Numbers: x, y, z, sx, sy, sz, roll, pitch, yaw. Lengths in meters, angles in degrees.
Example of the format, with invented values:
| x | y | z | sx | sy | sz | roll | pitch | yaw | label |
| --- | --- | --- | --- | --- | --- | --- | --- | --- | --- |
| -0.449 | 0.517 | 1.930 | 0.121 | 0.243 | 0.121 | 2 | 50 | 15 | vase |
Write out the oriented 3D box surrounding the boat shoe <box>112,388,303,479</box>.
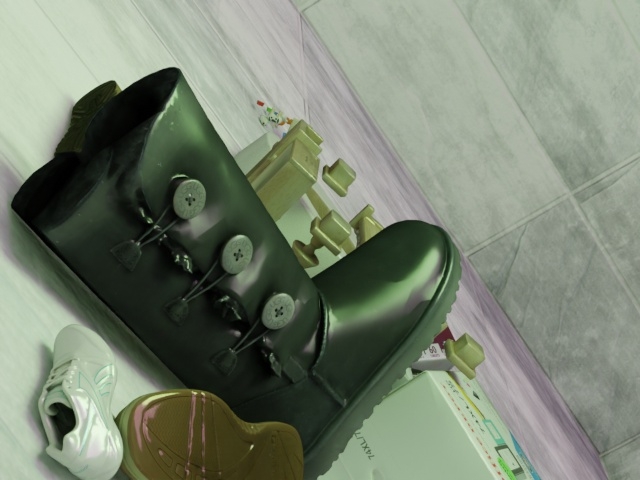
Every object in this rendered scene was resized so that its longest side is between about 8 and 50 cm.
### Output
| x | y | z | sx | sy | sz | roll | pitch | yaw | label |
| --- | --- | --- | --- | --- | --- | --- | --- | --- | --- |
| -0.114 | 0.202 | 1.091 | 0.285 | 0.089 | 0.105 | 34 | 53 | -57 | boat shoe |

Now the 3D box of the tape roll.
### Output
| x | y | z | sx | sy | sz | roll | pitch | yaw | label |
| --- | --- | --- | --- | --- | --- | --- | --- | --- | --- |
| 0.000 | 0.000 | 1.916 | 0.392 | 0.072 | 0.392 | 55 | 7 | -10 | tape roll |

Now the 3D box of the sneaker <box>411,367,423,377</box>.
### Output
| x | y | z | sx | sy | sz | roll | pitch | yaw | label |
| --- | --- | --- | --- | --- | --- | --- | --- | --- | --- |
| 0.174 | 0.304 | 1.927 | 0.107 | 0.118 | 0.279 | 6 | 27 | -40 | sneaker |

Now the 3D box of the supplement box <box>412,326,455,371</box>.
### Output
| x | y | z | sx | sy | sz | roll | pitch | yaw | label |
| --- | --- | --- | --- | --- | --- | --- | --- | --- | --- |
| 0.146 | 0.133 | 2.135 | 0.130 | 0.073 | 0.239 | -2 | 54 | -36 | supplement box |

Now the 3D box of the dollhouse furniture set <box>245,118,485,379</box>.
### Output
| x | y | z | sx | sy | sz | roll | pitch | yaw | label |
| --- | --- | --- | --- | --- | --- | --- | --- | --- | --- |
| 0.034 | 0.045 | 1.626 | 0.355 | 0.174 | 0.303 | 43 | 17 | -13 | dollhouse furniture set |

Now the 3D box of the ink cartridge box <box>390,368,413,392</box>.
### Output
| x | y | z | sx | sy | sz | roll | pitch | yaw | label |
| --- | --- | --- | --- | --- | --- | --- | --- | --- | --- |
| 0.038 | 0.145 | 1.676 | 0.127 | 0.128 | 0.176 | 52 | 14 | -29 | ink cartridge box |

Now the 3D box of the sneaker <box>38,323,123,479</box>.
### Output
| x | y | z | sx | sy | sz | roll | pitch | yaw | label |
| --- | --- | --- | --- | --- | --- | --- | --- | --- | --- |
| -0.200 | 0.124 | 0.967 | 0.061 | 0.053 | 0.152 | 42 | 21 | -46 | sneaker |

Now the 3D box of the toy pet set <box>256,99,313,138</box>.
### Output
| x | y | z | sx | sy | sz | roll | pitch | yaw | label |
| --- | --- | --- | --- | --- | --- | --- | --- | --- | --- |
| -0.074 | -0.212 | 2.295 | 0.114 | 0.065 | 0.122 | 26 | 2 | 14 | toy pet set |

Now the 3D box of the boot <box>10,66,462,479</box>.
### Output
| x | y | z | sx | sy | sz | roll | pitch | yaw | label |
| --- | --- | --- | --- | --- | --- | --- | --- | --- | --- |
| -0.059 | -0.007 | 1.245 | 0.445 | 0.146 | 0.367 | 50 | 60 | -30 | boot |

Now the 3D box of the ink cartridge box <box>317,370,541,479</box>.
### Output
| x | y | z | sx | sy | sz | roll | pitch | yaw | label |
| --- | --- | --- | --- | --- | --- | --- | --- | --- | --- |
| 0.143 | 0.301 | 1.536 | 0.198 | 0.197 | 0.270 | 58 | 12 | 15 | ink cartridge box |

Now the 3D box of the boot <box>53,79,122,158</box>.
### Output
| x | y | z | sx | sy | sz | roll | pitch | yaw | label |
| --- | --- | --- | --- | --- | --- | --- | --- | --- | --- |
| -0.180 | -0.041 | 1.356 | 0.269 | 0.089 | 0.236 | 55 | 13 | -24 | boot |
